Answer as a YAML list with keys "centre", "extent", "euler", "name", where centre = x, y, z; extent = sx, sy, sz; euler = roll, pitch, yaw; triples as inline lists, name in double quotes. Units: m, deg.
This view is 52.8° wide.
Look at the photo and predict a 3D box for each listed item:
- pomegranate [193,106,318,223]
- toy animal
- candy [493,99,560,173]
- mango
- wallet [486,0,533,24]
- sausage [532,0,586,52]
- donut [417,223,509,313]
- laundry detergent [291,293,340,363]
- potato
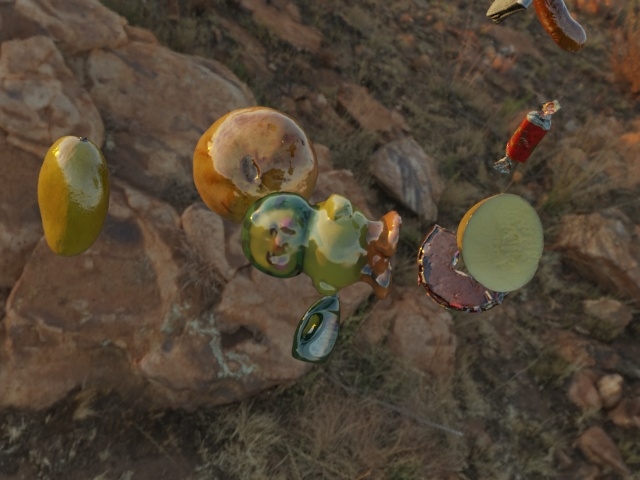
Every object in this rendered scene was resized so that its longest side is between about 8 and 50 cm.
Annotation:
- centre: [-0.168, -0.196, 1.742]
  extent: [0.338, 0.338, 0.338]
  euler: [16, 44, -16]
  name: "pomegranate"
- centre: [-0.001, -0.001, 1.378]
  extent: [0.338, 0.216, 0.191]
  euler: [9, 17, 3]
  name: "toy animal"
- centre: [0.647, -0.322, 2.023]
  extent: [0.086, 0.292, 0.059]
  euler: [27, 38, -1]
  name: "candy"
- centre: [-0.610, -0.100, 1.603]
  extent: [0.195, 0.331, 0.142]
  euler: [24, 27, 31]
  name: "mango"
- centre: [0.407, -0.510, 1.258]
  extent: [0.036, 0.167, 0.222]
  euler: [35, 10, -7]
  name: "wallet"
- centre: [0.630, -0.643, 1.746]
  extent: [0.103, 0.076, 0.302]
  euler: [-32, 107, -10]
  name: "sausage"
- centre: [0.491, 0.122, 2.220]
  extent: [0.345, 0.136, 0.259]
  euler: [23, 82, 14]
  name: "donut"
- centre: [-0.002, 0.228, 1.755]
  extent: [0.137, 0.211, 0.063]
  euler: [16, 5, -37]
  name: "laundry detergent"
- centre: [0.370, -0.008, 1.395]
  extent: [0.178, 0.203, 0.158]
  euler: [-22, 15, 0]
  name: "potato"
